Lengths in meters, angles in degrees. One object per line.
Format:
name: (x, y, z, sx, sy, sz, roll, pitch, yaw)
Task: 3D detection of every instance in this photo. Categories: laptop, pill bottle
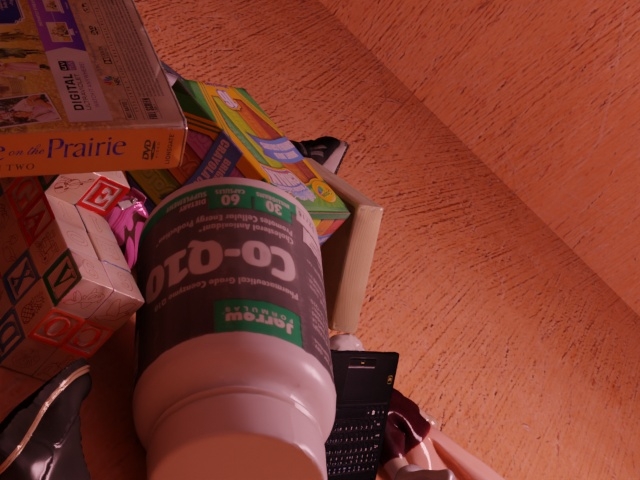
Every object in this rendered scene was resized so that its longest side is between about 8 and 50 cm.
laptop: (0.067, 0.266, 1.818, 0.136, 0.264, 0.234, 11, 1, 27)
pill bottle: (-0.089, 0.120, 1.645, 0.204, 0.204, 0.361, 34, 30, -30)

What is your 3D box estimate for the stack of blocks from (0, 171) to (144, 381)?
stack of blocks: (-0.283, -0.022, 1.639, 0.087, 0.171, 0.297, 26, 25, -45)

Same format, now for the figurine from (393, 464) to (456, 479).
figurine: (0.164, 0.377, 1.801, 0.209, 0.092, 0.215, 40, 39, -40)

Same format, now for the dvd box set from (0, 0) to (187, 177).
dvd box set: (-0.371, -0.171, 1.588, 0.420, 0.062, 0.308, -5, 41, -22)

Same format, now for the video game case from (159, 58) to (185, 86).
video game case: (-0.362, -0.312, 2.239, 0.329, 0.036, 0.300, 40, 12, 36)

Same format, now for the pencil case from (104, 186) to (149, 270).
pencil case: (-0.241, 0.014, 1.772, 0.095, 0.098, 0.209, 40, 18, -12)

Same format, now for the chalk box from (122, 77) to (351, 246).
chalk box: (-0.099, -0.031, 1.958, 0.289, 0.179, 0.180, 48, 17, 15)

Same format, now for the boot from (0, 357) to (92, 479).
boot: (-0.225, 0.200, 1.443, 0.137, 0.077, 0.198, 47, 30, -6)

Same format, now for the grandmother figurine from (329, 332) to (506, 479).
grandmother figurine: (0.118, 0.253, 2.039, 0.342, 0.104, 0.208, 46, 8, -4)

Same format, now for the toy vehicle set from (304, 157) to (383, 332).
toy vehicle set: (0.000, 0.000, 2.121, 0.035, 0.166, 0.267, 7, 14, -23)

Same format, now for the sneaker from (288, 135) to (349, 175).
sneaker: (-0.037, -0.131, 2.574, 0.124, 0.107, 0.283, 36, 18, -6)
